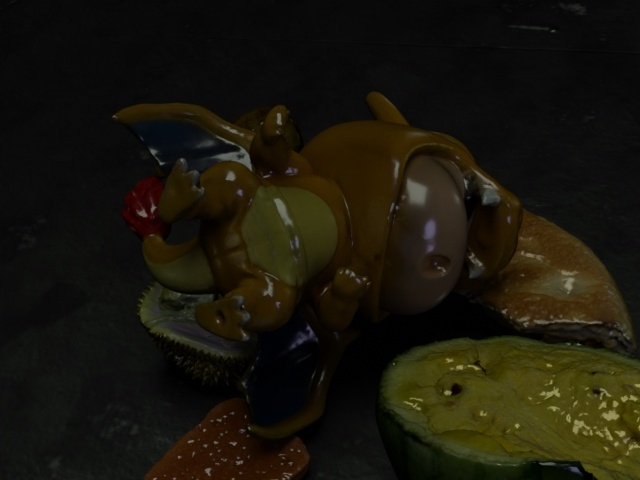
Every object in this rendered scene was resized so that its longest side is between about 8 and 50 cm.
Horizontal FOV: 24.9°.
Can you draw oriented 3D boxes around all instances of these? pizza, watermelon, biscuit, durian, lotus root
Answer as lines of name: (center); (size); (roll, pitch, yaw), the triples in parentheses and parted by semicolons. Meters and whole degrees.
pizza: (0.227, 0.038, 1.707); (0.182, 0.073, 0.365); (-33, 49, -27)
watermelon: (0.204, 0.223, 1.423); (0.331, 0.189, 0.331); (3, 11, -1)
biscuit: (-0.086, 0.267, 1.535); (0.186, 0.036, 0.192); (27, 53, 28)
durian: (-0.109, 0.106, 1.676); (0.208, 0.102, 0.146); (28, 52, 3)
lotus root: (-0.111, -0.107, 1.897); (0.191, 0.094, 0.108); (-28, 12, -14)

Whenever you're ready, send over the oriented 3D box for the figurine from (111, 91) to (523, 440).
figurine: (-0.012, -0.035, 1.584); (0.387, 0.268, 0.401); (-17, 68, -38)
